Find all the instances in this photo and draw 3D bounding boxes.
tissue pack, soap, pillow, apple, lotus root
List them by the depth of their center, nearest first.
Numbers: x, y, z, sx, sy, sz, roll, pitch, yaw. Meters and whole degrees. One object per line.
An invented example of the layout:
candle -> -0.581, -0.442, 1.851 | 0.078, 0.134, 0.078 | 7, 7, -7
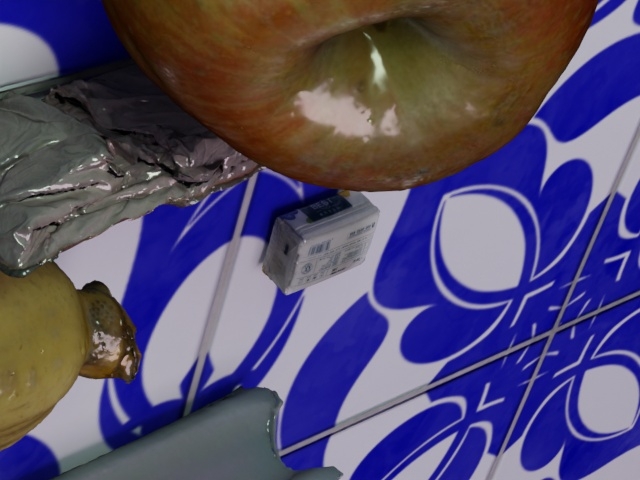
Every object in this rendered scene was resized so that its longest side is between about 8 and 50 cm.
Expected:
apple -> 0.014, -0.193, 1.086 | 0.301, 0.301, 0.301 | -32, 148, -24
pillow -> -0.119, -0.062, 1.174 | 0.248, 0.135, 0.049 | -25, 132, -34
lotus root -> -0.248, 0.073, 1.176 | 0.303, 0.131, 0.146 | -15, 161, -41
tissue pack -> 0.000, 0.000, 1.493 | 0.083, 0.042, 0.062 | -21, 140, -37
soap -> -0.142, 0.290, 1.546 | 0.302, 0.159, 0.258 | -21, 138, -34
